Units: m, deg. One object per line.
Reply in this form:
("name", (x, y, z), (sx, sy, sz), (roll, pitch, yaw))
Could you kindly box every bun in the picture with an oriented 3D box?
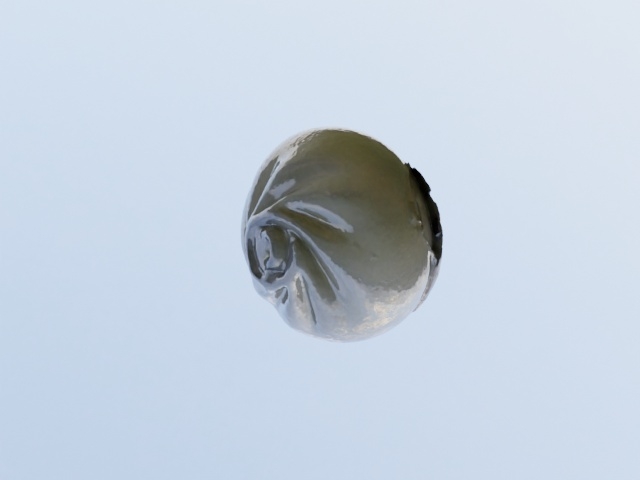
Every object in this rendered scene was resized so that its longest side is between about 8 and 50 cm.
("bun", (0.000, 0.000, 1.109), (0.120, 0.173, 0.173), (-18, -127, -38))
